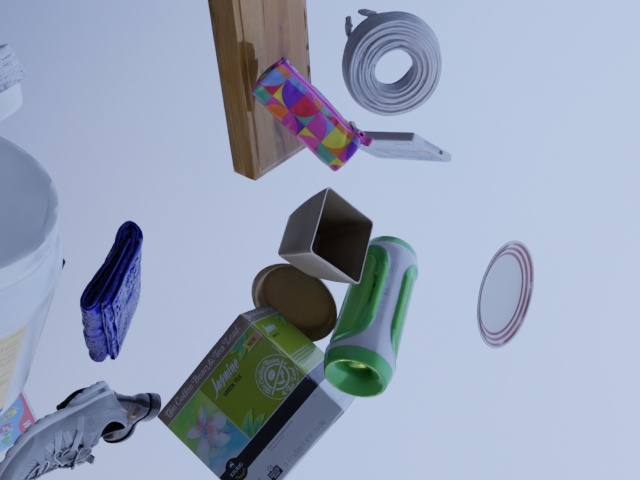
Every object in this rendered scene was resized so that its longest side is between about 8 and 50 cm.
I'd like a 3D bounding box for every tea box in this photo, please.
[{"bbox_3d":[-0.138,0.383,1.551,0.323,0.220,0.329,40,-80,11],"label":"tea box"}]

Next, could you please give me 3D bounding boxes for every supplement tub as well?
[{"bbox_3d":[-0.430,0.058,0.733,0.331,0.240,0.241,-55,-140,39],"label":"supplement tub"}]

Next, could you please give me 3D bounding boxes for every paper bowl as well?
[{"bbox_3d":[-0.831,-0.341,1.548,0.284,0.148,0.284,-20,-154,10],"label":"paper bowl"}]

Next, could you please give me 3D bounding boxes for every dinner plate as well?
[{"bbox_3d":[0.234,0.069,0.839,0.017,0.141,0.141,11,-96,43],"label":"dinner plate"}]

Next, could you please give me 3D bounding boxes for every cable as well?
[{"bbox_3d":[0.181,-0.440,1.636,0.089,0.256,0.257,-104,-164,-58],"label":"cable"}]

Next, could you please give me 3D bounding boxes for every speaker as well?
[{"bbox_3d":[0.097,0.128,1.174,0.131,0.131,0.297,-28,-152,39],"label":"speaker"}]

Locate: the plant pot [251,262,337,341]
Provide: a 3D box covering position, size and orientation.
[{"bbox_3d":[-0.062,0.153,1.643,0.236,0.236,0.032,-34,-170,36],"label":"plant pot"}]

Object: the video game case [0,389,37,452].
[{"bbox_3d":[-0.747,0.412,1.360,0.025,0.285,0.204,40,-36,33],"label":"video game case"}]

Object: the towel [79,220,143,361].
[{"bbox_3d":[-0.448,0.126,1.453,0.308,0.076,0.228,115,-5,-56],"label":"towel"}]

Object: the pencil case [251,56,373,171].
[{"bbox_3d":[-0.017,-0.238,1.234,0.104,0.236,0.104,-48,-170,11],"label":"pencil case"}]

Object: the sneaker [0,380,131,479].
[{"bbox_3d":[-0.459,0.368,1.176,0.115,0.281,0.105,43,-49,7],"label":"sneaker"}]

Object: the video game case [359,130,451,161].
[{"bbox_3d":[0.166,-0.213,1.473,0.201,0.183,0.023,9,-93,37],"label":"video game case"}]

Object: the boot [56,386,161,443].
[{"bbox_3d":[-0.558,0.432,1.654,0.263,0.229,0.091,-38,-128,29],"label":"boot"}]

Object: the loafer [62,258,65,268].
[{"bbox_3d":[-0.644,-0.021,1.347,0.302,0.109,0.095,22,-120,14],"label":"loafer"}]

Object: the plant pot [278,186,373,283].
[{"bbox_3d":[0.000,0.000,0.980,0.096,0.109,0.109,-11,-127,43],"label":"plant pot"}]

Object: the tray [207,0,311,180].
[{"bbox_3d":[-0.108,-0.348,1.329,0.076,0.203,0.411,26,-43,31],"label":"tray"}]
